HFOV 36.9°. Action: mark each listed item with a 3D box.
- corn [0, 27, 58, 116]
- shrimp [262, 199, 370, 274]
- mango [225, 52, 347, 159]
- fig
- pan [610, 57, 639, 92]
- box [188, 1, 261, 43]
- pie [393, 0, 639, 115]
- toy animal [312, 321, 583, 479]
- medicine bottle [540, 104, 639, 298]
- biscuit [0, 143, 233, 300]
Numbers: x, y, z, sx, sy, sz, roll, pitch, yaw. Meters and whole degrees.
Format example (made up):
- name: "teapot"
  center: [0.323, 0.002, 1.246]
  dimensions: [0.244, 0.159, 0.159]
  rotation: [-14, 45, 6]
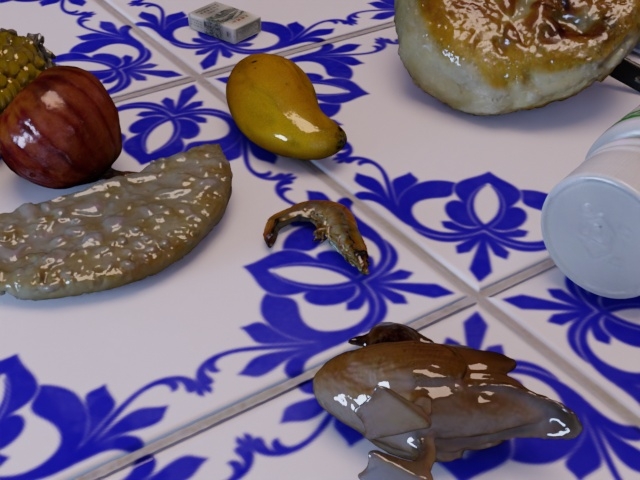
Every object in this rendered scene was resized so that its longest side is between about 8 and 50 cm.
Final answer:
- name: "corn"
  center: [-0.380, -0.120, 0.957]
  dimensions: [0.115, 0.115, 0.318]
  rotation: [15, 38, 18]
- name: "shrimp"
  center: [0.000, 0.000, 0.864]
  dimensions: [0.091, 0.025, 0.127]
  rotation: [-15, 34, -21]
- name: "mango"
  center: [-0.045, -0.141, 1.021]
  dimensions: [0.098, 0.075, 0.190]
  rotation: [-20, 47, -17]
- name: "fig"
  center: [-0.246, -0.102, 0.939]
  dimensions: [0.128, 0.150, 0.128]
  rotation: [-14, 56, 22]
- name: "pan"
  center: [0.293, -0.242, 1.143]
  dimensions: [0.235, 0.136, 0.028]
  rotation: [31, 12, 14]
- name: "box"
  center: [-0.126, -0.287, 1.260]
  dimensions: [0.083, 0.024, 0.054]
  rotation: [26, 41, 30]
- name: "pie"
  center: [0.224, -0.286, 1.087]
  dimensions: [0.315, 0.092, 0.315]
  rotation: [-5, 68, 12]
- name: "toy animal"
  center: [0.088, 0.105, 0.680]
  dimensions: [0.188, 0.089, 0.179]
  rotation: [4, 21, 13]
- name: "medicine bottle"
  center: [0.303, -0.053, 0.850]
  dimensions: [0.139, 0.139, 0.237]
  rotation: [28, 44, 33]
- name: "biscuit"
  center: [-0.186, -0.006, 0.858]
  dimensions: [0.290, 0.038, 0.141]
  rotation: [-22, 42, -26]
